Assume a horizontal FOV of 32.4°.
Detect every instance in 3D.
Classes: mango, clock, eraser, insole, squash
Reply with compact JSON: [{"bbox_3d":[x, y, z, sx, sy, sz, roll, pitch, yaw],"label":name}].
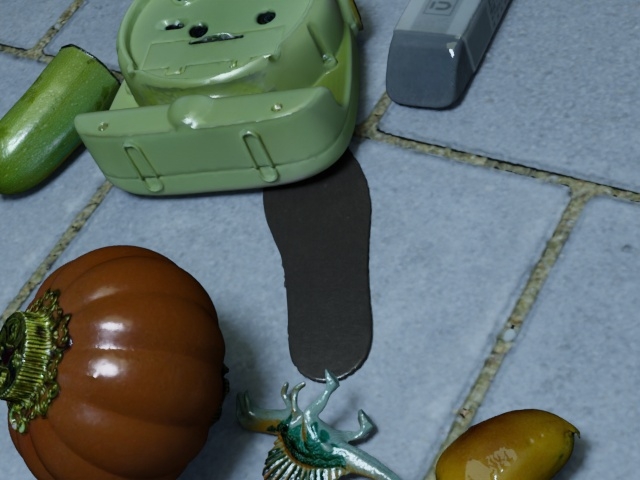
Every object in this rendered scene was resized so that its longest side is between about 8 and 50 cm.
[{"bbox_3d":[0.144,0.177,0.863,0.127,0.063,0.077,-31,44,-13],"label":"mango"},{"bbox_3d":[-0.098,-0.212,1.216,0.286,0.117,0.348,-5,51,18],"label":"clock"},{"bbox_3d":[0.168,-0.290,1.223,0.089,0.061,0.352,12,57,27],"label":"eraser"},{"bbox_3d":[0.000,0.000,1.089,0.111,0.007,0.328,-15,50,9],"label":"insole"},{"bbox_3d":[-0.313,-0.127,1.250,0.095,0.095,0.188,21,66,32],"label":"squash"}]

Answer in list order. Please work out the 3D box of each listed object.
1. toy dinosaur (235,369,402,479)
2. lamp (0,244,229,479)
[{"bbox_3d":[-0.004,0.180,0.933,0.106,0.044,0.187,-38,62,5],"label":"toy dinosaur"},{"bbox_3d":[-0.175,0.114,0.939,0.223,0.196,0.223,-25,58,47],"label":"lamp"}]
